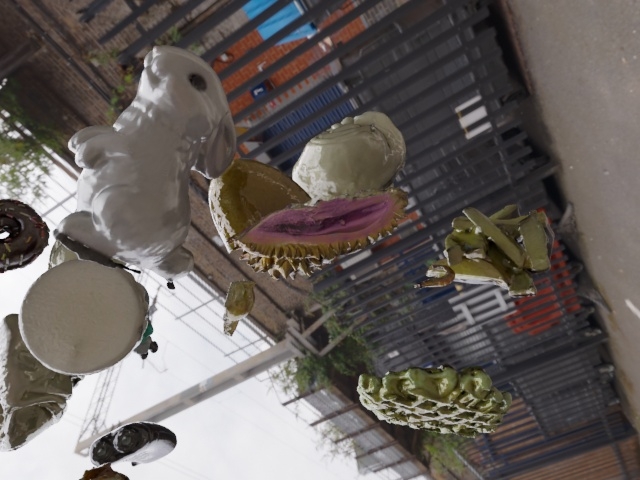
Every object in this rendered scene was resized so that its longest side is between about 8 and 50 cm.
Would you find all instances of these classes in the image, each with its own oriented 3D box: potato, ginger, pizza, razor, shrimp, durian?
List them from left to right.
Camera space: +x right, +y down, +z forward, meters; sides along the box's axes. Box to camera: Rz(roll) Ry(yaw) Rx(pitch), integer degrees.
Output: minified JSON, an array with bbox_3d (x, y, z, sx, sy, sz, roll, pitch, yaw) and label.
[{"bbox_3d":[-0.670,0.744,1.579,0.349,0.205,0.113,79,166,-63],"label":"razor"},{"bbox_3d":[-0.263,0.225,1.422,0.081,0.203,0.188,18,173,6],"label":"pizza"},{"bbox_3d":[-0.141,-0.087,0.859,0.178,0.204,0.157,-37,-82,-44],"label":"potato"},{"bbox_3d":[0.000,-0.001,0.764,0.112,0.342,0.191,68,153,11],"label":"durian"},{"bbox_3d":[0.337,0.110,1.298,0.091,0.127,0.025,-107,-1,-54],"label":"shrimp"},{"bbox_3d":[0.553,-0.003,1.392,0.359,0.413,0.211,25,154,52],"label":"ginger"}]

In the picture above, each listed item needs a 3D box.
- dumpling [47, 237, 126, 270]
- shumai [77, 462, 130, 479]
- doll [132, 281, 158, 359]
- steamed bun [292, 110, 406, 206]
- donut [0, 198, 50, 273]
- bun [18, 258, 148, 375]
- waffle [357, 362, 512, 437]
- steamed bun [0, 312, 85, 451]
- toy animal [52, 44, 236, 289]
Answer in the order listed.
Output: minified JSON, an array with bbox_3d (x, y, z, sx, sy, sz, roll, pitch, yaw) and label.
[{"bbox_3d":[-0.752,0.043,1.385,0.131,0.253,0.179,78,-178,-79],"label":"dumpling"},{"bbox_3d":[-0.550,0.621,1.075,0.145,0.146,0.116,-93,-9,-58],"label":"shumai"},{"bbox_3d":[-0.579,0.234,1.229,0.153,0.195,0.257,40,135,48],"label":"doll"},{"bbox_3d":[0.100,-0.188,1.239,0.339,0.352,0.247,-35,-105,-33],"label":"steamed bun"},{"bbox_3d":[-1.011,-0.021,1.371,0.270,0.103,0.269,12,-127,-16],"label":"donut"},{"bbox_3d":[-0.521,0.172,1.007,0.262,0.263,0.175,62,169,3],"label":"bun"},{"bbox_3d":[0.236,0.349,0.920,0.297,0.318,0.073,65,-155,-45],"label":"waffle"},{"bbox_3d":[-0.767,0.370,1.195,0.220,0.309,0.324,3,-147,-40],"label":"steamed bun"},{"bbox_3d":[-0.262,-0.124,0.718,0.258,0.357,0.194,33,-179,-33],"label":"toy animal"}]
